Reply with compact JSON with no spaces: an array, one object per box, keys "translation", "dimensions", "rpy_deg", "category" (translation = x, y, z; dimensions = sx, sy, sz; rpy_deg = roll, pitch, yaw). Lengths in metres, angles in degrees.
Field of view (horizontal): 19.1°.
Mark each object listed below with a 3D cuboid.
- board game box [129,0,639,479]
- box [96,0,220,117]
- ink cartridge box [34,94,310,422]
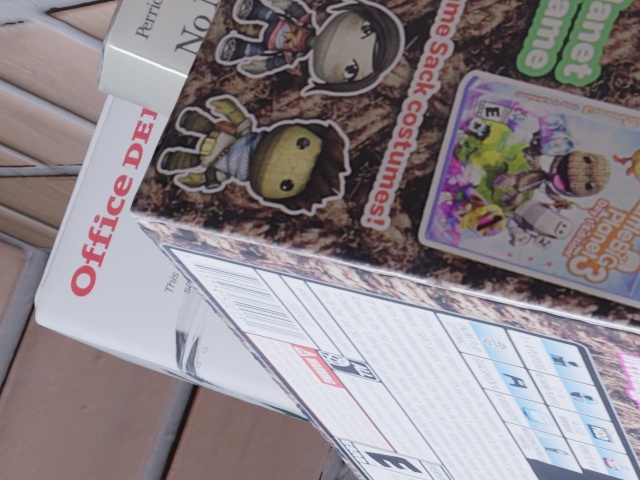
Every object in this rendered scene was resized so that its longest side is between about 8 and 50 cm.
[{"translation":[0.140,0.010,0.484],"dimensions":[0.291,0.141,0.232],"rpy_deg":[13,160,23],"category":"board game box"},{"translation":[0.040,-0.080,0.909],"dimensions":[0.275,0.113,0.094],"rpy_deg":[20,170,-6],"category":"box"},{"translation":[0.000,0.000,1.146],"dimensions":[0.289,0.211,0.121],"rpy_deg":[16,171,29],"category":"ink cartridge box"}]
